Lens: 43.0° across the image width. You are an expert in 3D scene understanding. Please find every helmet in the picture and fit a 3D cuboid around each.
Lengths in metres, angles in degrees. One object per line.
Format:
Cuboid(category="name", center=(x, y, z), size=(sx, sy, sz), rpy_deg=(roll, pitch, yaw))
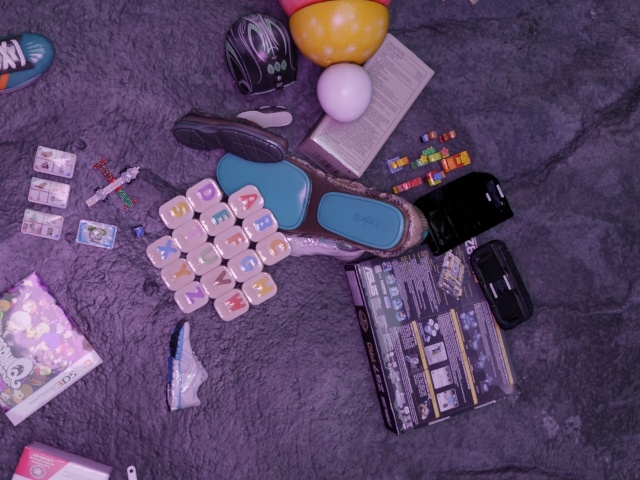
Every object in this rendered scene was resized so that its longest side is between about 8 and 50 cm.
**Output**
Cuboid(category="helmet", center=(-0.129, -0.406, 1.752), size=(0.169, 0.169, 0.162), rpy_deg=(-21, 109, -17))

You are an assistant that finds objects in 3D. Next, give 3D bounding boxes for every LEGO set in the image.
Cuboid(category="LEGO set", center=(-0.476, -0.082, 1.689), size=(0.244, 0.060, 0.183), rpy_deg=(11, 95, -14))

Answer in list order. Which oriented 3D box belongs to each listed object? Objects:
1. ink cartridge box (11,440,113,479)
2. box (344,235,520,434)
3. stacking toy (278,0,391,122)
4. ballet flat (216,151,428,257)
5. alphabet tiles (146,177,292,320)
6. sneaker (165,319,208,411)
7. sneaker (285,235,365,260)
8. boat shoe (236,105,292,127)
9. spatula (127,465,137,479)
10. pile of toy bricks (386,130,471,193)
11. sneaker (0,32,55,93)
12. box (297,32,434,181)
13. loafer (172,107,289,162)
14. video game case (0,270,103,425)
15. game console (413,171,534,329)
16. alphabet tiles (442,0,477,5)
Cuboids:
Cuboid(category="ink cartridge box", center=(-0.530, 0.535, 1.580), size=(0.172, 0.100, 0.237), rpy_deg=(21, 80, -7))
Cuboid(category="box", center=(0.255, 0.202, 1.851), size=(0.318, 0.097, 0.395), rpy_deg=(-16, 90, -16))
Cuboid(category="stacking toy", center=(0.031, -0.483, 1.690), size=(0.350, 0.350, 0.480), rpy_deg=(-1, 84, -17))
Cuboid(category="ballet flat", center=(0.008, -0.075, 1.727), size=(0.482, 0.182, 0.164), rpy_deg=(19, 98, 25))
Cuboid(category="alphabet tiles", center=(-0.214, 0.021, 1.700), size=(0.278, 0.021, 0.284), rpy_deg=(-29, 95, 9))
Cuboid(category="sneaker", center=(-0.277, 0.261, 1.707), size=(0.082, 0.071, 0.191), rpy_deg=(2, 94, -23))
Cuboid(category="sneaker", center=(0.000, 0.000, 1.789), size=(0.212, 0.094, 0.080), rpy_deg=(6, 86, -16))
Cuboid(category="boat shoe", center=(-0.127, -0.276, 1.799), size=(0.125, 0.038, 0.046), rpy_deg=(-8, 130, -12))
Cuboid(category="spatula", center=(-0.428, 0.596, 1.656), size=(0.168, 0.019, 0.242), rpy_deg=(-10, 89, -16))
Cuboid(category="pile of toy bricks", center=(0.258, -0.189, 1.873), size=(0.212, 0.105, 0.118), rpy_deg=(-22, 92, -17))
Cuboid(category="sneaker", center=(-0.670, -0.342, 1.596), size=(0.302, 0.121, 0.108), rpy_deg=(-23, 93, -17))
Cuboid(category="box", center=(0.102, -0.293, 1.825), size=(0.148, 0.121, 0.311), rpy_deg=(39, 76, -10))
Cuboid(category="loafer", center=(-0.181, -0.231, 1.697), size=(0.267, 0.096, 0.084), rpy_deg=(13, 58, 22))
Cuboid(category="video game case", center=(-0.589, 0.214, 1.623), size=(0.210, 0.042, 0.232), rpy_deg=(-36, 97, -17))
Cuboid(category="game console", center=(0.364, 0.033, 1.833), size=(0.213, 0.044, 0.361), rpy_deg=(-26, 92, -17))
Cuboid(category="alphabet tiles", center=(0.316, -0.755, 1.982), size=(0.342, 0.011, 0.285), rpy_deg=(47, 75, -9))
